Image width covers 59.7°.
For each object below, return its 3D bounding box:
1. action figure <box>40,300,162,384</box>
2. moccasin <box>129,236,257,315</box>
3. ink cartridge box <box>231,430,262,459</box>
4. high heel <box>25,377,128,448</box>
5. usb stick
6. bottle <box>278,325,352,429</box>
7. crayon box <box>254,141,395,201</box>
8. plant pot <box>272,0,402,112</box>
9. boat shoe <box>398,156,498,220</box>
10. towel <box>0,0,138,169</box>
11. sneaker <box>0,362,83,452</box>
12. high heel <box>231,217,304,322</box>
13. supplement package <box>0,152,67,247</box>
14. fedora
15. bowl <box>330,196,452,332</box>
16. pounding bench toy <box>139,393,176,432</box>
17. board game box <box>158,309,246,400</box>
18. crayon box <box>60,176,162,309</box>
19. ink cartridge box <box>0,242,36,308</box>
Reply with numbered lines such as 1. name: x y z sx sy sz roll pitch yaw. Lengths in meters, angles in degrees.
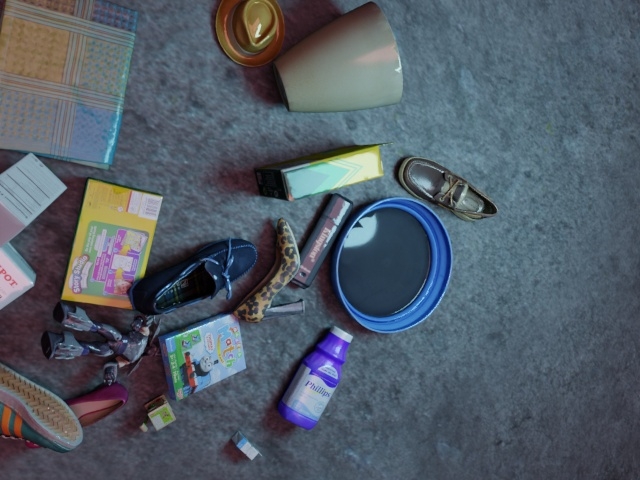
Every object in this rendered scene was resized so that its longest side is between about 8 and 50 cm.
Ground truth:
1. action figure: -0.479 0.235 1.274 0.285 0.099 0.185 27 87 -45
2. moccasin: -0.276 0.102 1.333 0.342 0.116 0.138 -31 120 -36
3. ink cartridge box: -0.199 0.559 1.505 0.028 0.048 0.083 -44 112 -14
4. high heel: -0.557 0.410 1.277 0.244 0.117 0.082 -27 108 -20
5. usb stick: 0.000 0.000 1.526 0.077 0.045 0.278 31 84 -21
6. bottle: -0.005 0.375 1.548 0.118 0.092 0.283 34 82 -24
7. crayon box: 0.016 -0.181 1.423 0.318 0.202 0.081 -18 105 -22
8. plant pot: 0.029 -0.427 1.394 0.274 0.256 0.257 -19 105 -5
9. boat shoe: 0.387 -0.148 1.646 0.342 0.123 0.123 28 85 -26
10. towel: -0.564 -0.360 1.218 0.271 0.040 0.370 10 91 -27
11. sneaker: -0.667 0.380 1.216 0.302 0.108 0.121 37 100 -4
12. high heel: -0.147 0.078 1.436 0.186 0.093 0.261 -7 88 -11
13. supplement package: -0.623 -0.082 1.133 0.105 0.179 0.105 -31 113 20
14. fedora: -0.160 -0.527 1.362 0.194 0.079 0.194 -4 99 -25
15. bowl: 0.204 0.069 1.616 0.391 0.077 0.391 -3 98 -25
16. pounding bench toy: -0.411 0.431 1.378 0.083 0.065 0.052 -28 109 -19
17. board game box: -0.290 0.283 1.396 0.211 0.039 0.160 -18 105 -44
18. crayon box: -0.480 0.009 1.280 0.165 0.081 0.279 13 92 -26
19. ink cartridge box: -0.766 0.090 1.136 0.278 0.117 0.201 -39 111 -16
